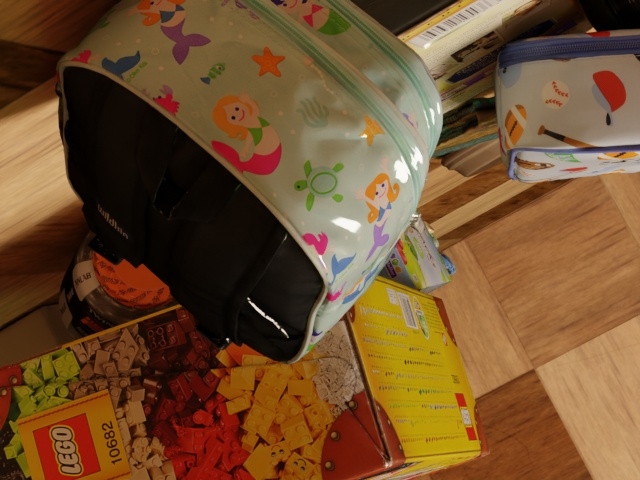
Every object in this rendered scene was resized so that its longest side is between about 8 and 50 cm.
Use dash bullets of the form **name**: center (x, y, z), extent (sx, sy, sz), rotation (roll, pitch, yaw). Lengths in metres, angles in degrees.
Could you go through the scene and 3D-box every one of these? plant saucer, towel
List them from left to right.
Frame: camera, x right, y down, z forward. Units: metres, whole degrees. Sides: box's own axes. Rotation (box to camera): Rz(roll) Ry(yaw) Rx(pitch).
- **towel**: center (0.225, -0.147, 1.706), extent (0.271, 0.040, 0.370), rotation (-18, 180, -13)
- **plant saucer**: center (0.294, -0.156, 2.183), extent (0.277, 0.041, 0.278), rotation (-27, 178, -1)

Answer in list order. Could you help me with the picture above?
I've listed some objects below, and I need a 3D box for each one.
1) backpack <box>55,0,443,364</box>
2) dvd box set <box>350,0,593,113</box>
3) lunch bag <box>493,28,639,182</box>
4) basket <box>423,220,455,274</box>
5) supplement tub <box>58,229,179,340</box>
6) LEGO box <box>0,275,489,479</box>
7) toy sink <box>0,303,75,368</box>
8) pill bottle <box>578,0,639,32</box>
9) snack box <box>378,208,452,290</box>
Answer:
- **backpack**: center (-0.043, -0.058, 0.949), extent (0.191, 0.225, 0.253), rotation (-49, 173, -12)
- **dvd box set**: center (0.057, -0.147, 1.317), extent (0.307, 0.062, 0.420), rotation (-29, 173, 15)
- **lunch bag**: center (0.271, -0.116, 1.366), extent (0.243, 0.115, 0.303), rotation (-5, 180, 7)
- **basket**: center (0.088, 0.083, 2.161), extent (0.201, 0.289, 0.255), rotation (-26, 175, 16)
- **supplement tub**: center (-0.183, 0.039, 1.528), extent (0.117, 0.117, 0.190), rotation (-25, 172, -20)
- **LEGO box**: center (-0.070, 0.183, 1.597), extent (0.372, 0.193, 0.500), rotation (-20, 169, 13)
- **toy sink**: center (-0.300, 0.208, 1.835), extent (0.152, 0.234, 0.131), rotation (-30, 172, 16)
- **pill bottle**: center (0.323, -0.242, 1.315), extent (0.219, 0.123, 0.122), rotation (-17, 180, 34)
- **snack box**: center (0.074, -0.010, 1.911), extent (0.070, 0.175, 0.207), rotation (-27, 175, 14)
